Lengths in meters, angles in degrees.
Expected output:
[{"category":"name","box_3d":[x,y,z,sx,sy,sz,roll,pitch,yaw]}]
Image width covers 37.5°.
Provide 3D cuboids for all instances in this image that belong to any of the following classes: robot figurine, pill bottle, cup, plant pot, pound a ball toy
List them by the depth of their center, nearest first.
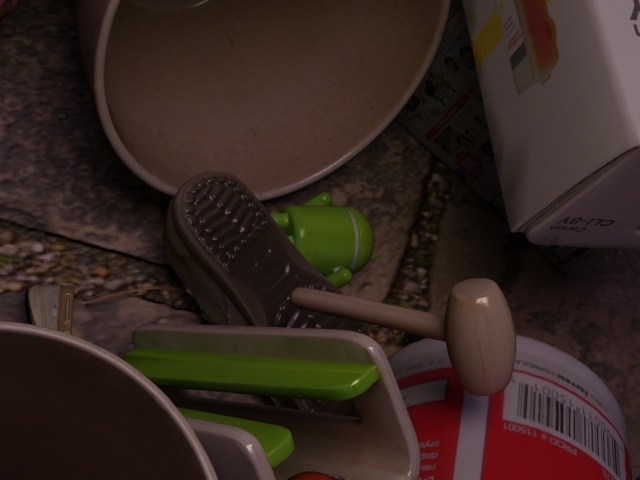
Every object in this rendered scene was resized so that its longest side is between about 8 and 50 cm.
[{"category":"plant pot","box_3d":[-0.214,0.212,0.576,0.256,0.274,0.256,9,64,-19]},{"category":"pill bottle","box_3d":[0.101,0.271,0.643,0.229,0.229,0.408,30,37,-8]},{"category":"pound a ball toy","box_3d":[-0.033,0.129,0.668,0.208,0.319,0.136,-33,111,-41]},{"category":"cup","box_3d":[-0.082,-0.232,0.847,0.331,0.331,0.237,-13,47,-28]},{"category":"robot figurine","box_3d":[0.000,0.000,0.890,0.115,0.067,0.101,-1,55,-24]}]

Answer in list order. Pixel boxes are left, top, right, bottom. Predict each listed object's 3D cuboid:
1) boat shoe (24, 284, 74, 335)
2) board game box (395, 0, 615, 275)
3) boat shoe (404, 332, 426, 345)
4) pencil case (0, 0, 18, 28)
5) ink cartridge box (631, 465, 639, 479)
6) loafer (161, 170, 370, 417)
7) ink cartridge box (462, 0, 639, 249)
[{"category":"boat shoe","box_3d":[-0.208,0.096,0.765,0.045,0.050,0.135,-8,70,-21]},{"category":"board game box","box_3d":[0.219,-0.128,0.952,0.303,0.224,0.097,42,60,-1]},{"category":"boat shoe","box_3d":[0.126,0.142,0.885,0.049,0.056,0.152,-32,82,-37]},{"category":"pencil case","box_3d":[-0.254,-0.286,0.727,0.160,0.386,0.167,12,44,-50]},{"category":"ink cartridge box","box_3d":[0.342,0.257,0.872,0.109,0.150,0.063,33,62,-7]},{"category":"loafer","box_3d":[-0.045,0.060,0.833,0.102,0.092,0.268,-38,101,-30]},{"category":"ink cartridge box","box_3d":[0.277,-0.198,0.783,0.279,0.160,0.385,2,66,-23]}]
